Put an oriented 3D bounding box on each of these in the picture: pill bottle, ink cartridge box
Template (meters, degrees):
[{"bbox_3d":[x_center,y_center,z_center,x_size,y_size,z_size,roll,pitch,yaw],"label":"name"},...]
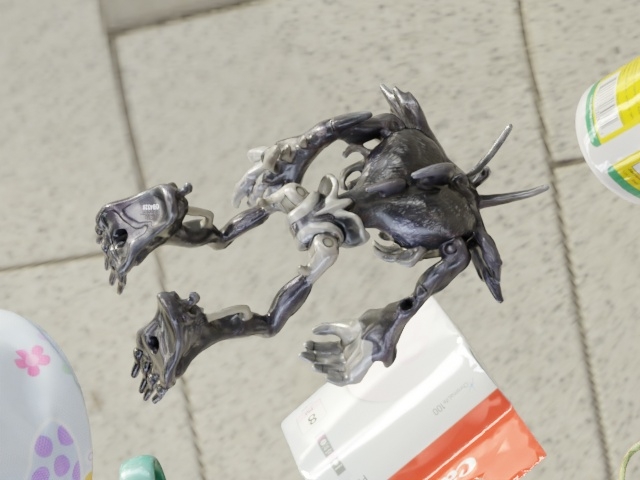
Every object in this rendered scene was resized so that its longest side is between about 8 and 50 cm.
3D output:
[{"bbox_3d":[0.317,-0.118,1.318,0.208,0.117,0.117,-33,85,47],"label":"pill bottle"},{"bbox_3d":[0.072,0.169,1.414,0.189,0.232,0.066,-41,113,5],"label":"ink cartridge box"}]

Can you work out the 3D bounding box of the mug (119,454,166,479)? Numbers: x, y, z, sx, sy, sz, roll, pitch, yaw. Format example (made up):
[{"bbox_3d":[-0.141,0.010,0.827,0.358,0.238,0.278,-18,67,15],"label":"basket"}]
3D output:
[{"bbox_3d":[-0.100,0.242,1.127,0.129,0.097,0.157,17,70,16],"label":"mug"}]

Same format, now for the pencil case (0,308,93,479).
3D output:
[{"bbox_3d":[-0.223,0.098,0.642,0.124,0.273,0.113,43,123,33],"label":"pencil case"}]

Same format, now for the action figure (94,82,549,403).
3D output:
[{"bbox_3d":[0.000,0.000,1.001,0.164,0.276,0.141,66,149,14],"label":"action figure"}]

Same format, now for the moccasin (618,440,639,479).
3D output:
[{"bbox_3d":[0.300,0.246,1.324,0.147,0.380,0.139,29,106,23],"label":"moccasin"}]
